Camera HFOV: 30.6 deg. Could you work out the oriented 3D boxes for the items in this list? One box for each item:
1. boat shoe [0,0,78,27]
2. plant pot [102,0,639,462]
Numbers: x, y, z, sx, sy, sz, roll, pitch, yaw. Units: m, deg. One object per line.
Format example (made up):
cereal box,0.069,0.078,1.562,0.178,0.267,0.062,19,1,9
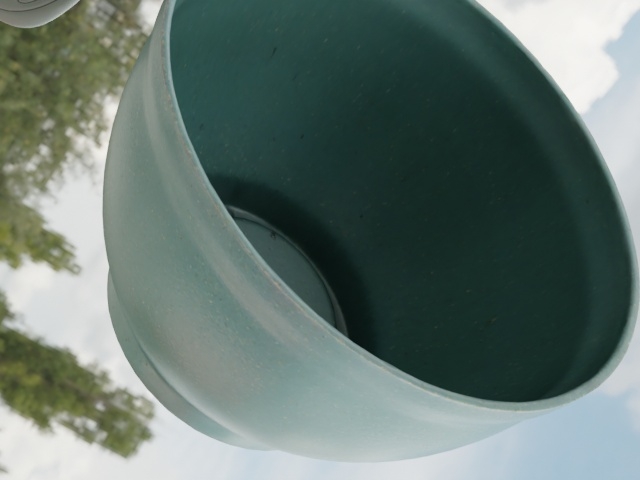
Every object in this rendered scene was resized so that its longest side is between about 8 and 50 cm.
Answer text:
boat shoe,-0.182,-0.312,0.935,0.320,0.118,0.103,-55,-168,25
plant pot,0.000,0.000,0.648,0.196,0.293,0.293,-43,-155,42
